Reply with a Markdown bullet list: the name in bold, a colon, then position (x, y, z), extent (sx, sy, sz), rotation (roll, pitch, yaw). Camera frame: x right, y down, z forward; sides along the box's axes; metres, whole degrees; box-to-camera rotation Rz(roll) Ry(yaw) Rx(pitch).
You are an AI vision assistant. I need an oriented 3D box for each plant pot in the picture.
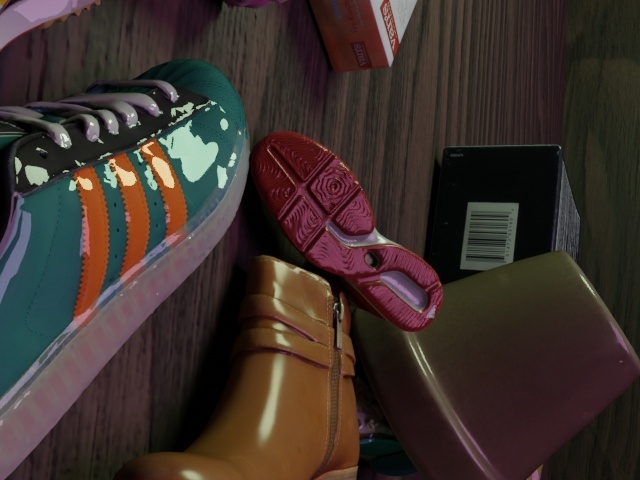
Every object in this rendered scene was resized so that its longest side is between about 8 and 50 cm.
- **plant pot**: position (0.196, 0.127, 0.817), extent (0.263, 0.229, 0.263), rotation (53, 13, -17)

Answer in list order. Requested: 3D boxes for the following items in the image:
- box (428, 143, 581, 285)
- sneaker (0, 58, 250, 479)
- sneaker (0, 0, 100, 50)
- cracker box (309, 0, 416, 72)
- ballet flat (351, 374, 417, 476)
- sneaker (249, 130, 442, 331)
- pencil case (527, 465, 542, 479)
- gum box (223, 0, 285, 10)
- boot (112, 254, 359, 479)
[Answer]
- **box**: position (0.287, 0.047, 1.187), extent (0.294, 0.183, 0.296), rotation (39, 58, -59)
- **sneaker**: position (-0.126, -0.023, 0.361), extent (0.302, 0.108, 0.121), rotation (-62, 148, -43)
- **sneaker**: position (-0.153, -0.117, 0.314), extent (0.083, 0.070, 0.185), rotation (93, 20, -44)
- **cracker box**: position (0.052, -0.304, 0.791), extent (0.155, 0.067, 0.232), rotation (66, 35, -42)
- **ballet flat**: position (0.069, 0.201, 0.842), extent (0.241, 0.091, 0.077), rotation (52, 23, -60)
- **sneaker**: position (0.000, 0.000, 0.699), extent (0.087, 0.128, 0.221), rotation (-47, 108, -20)
- **pencil case**: position (0.287, 0.367, 1.234), extent (0.386, 0.160, 0.167), rotation (-41, 120, -58)
- **gum box**: position (-0.060, -0.270, 0.550), extent (0.107, 0.062, 0.188), rotation (24, 69, -64)
- **boot**: position (-0.042, 0.112, 0.562), extent (0.283, 0.109, 0.220), rotation (34, 55, -53)
